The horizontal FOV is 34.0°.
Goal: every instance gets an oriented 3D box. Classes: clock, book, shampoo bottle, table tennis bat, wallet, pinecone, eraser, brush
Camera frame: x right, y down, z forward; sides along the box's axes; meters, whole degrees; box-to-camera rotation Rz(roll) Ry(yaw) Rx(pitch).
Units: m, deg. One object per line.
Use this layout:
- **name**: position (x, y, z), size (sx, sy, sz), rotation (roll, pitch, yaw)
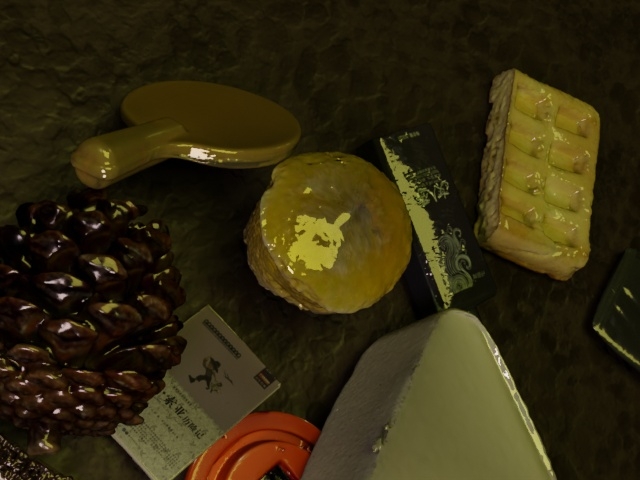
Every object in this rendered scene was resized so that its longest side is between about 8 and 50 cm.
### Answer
- **clock**: position (-0.053, 0.287, 1.137), size (0.205, 0.051, 0.205), rotation (9, 69, -25)
- **book**: position (-0.146, 0.164, 1.128), size (0.127, 0.014, 0.181), rotation (45, 58, 12)
- **shampoo bottle**: position (0.147, 0.010, 1.322), size (0.098, 0.071, 0.310), rotation (-18, 85, -34)
- **table tennis bat**: position (-0.148, -0.120, 1.131), size (0.198, 0.050, 0.321), rotation (26, 30, 20)
- **wallet**: position (0.494, 0.136, 1.480), size (0.245, 0.052, 0.169), rotation (39, 60, -7)
- **pinecone**: position (-0.238, 0.074, 1.013), size (0.224, 0.224, 0.273), rotation (24, 61, -20)
- **eraser**: position (0.144, 0.284, 1.165), size (0.331, 0.150, 0.331), rotation (21, 55, -33)
- **brush**: position (-0.245, 0.266, 1.051), size (0.248, 0.036, 0.043), rotation (38, 65, -13)

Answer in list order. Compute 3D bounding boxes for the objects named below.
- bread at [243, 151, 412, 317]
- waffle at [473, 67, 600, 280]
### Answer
- **bread**: position (0.002, -0.004, 1.188), size (0.197, 0.170, 0.197), rotation (7, 72, -23)
- **waffle**: position (0.303, -0.094, 1.443), size (0.168, 0.057, 0.274), rotation (21, 65, -22)
